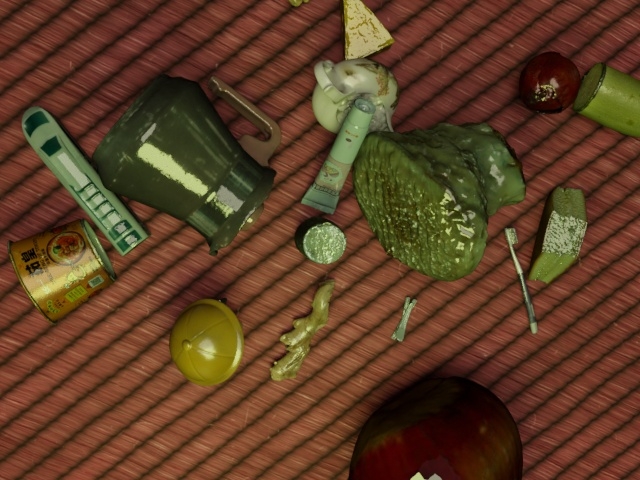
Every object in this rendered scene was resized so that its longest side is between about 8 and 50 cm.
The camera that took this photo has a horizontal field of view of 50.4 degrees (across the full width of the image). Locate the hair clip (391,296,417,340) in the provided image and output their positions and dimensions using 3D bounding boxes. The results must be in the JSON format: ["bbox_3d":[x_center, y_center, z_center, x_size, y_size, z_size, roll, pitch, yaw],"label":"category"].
[{"bbox_3d":[0.213,0.200,1.712,0.030,0.039,0.115,18,92,-12],"label":"hair clip"}]

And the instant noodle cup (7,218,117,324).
[{"bbox_3d":[-0.581,0.059,1.552,0.172,0.216,0.216,-28,98,-11],"label":"instant noodle cup"}]

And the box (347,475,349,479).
[{"bbox_3d":[0.170,0.742,1.747,0.289,0.073,0.290,22,93,-7],"label":"box"}]

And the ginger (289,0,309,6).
[{"bbox_3d":[-0.067,-0.665,1.590,0.176,0.052,0.193,32,85,-8],"label":"ginger"}]

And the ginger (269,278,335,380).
[{"bbox_3d":[-0.042,0.221,1.680,0.089,0.075,0.288,26,97,-2],"label":"ginger"}]

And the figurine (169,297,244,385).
[{"bbox_3d":[-0.260,0.227,1.564,0.167,0.257,0.192,-5,90,-6],"label":"figurine"}]

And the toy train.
[{"bbox_3d":[-0.559,-0.144,1.583,0.086,0.088,0.407,-38,97,0],"label":"toy train"}]

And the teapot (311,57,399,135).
[{"bbox_3d":[0.076,-0.322,1.558,0.204,0.139,0.298,-32,142,29],"label":"teapot"}]

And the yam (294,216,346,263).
[{"bbox_3d":[0.000,0.000,1.594,0.107,0.194,0.107,-1,95,-8],"label":"yam"}]

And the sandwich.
[{"bbox_3d":[0.594,-0.013,1.697,0.094,0.096,0.258,14,92,-1],"label":"sandwich"}]

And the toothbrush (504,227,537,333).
[{"bbox_3d":[0.516,0.103,1.733,0.024,0.026,0.288,-24,101,-44],"label":"toothbrush"}]

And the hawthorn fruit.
[{"bbox_3d":[0.541,-0.365,1.616,0.148,0.172,0.148,10,120,18],"label":"hawthorn fruit"}]

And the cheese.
[{"bbox_3d":[0.080,-0.508,1.596,0.126,0.093,0.171,-24,97,1],"label":"cheese"}]

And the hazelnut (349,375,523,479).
[{"bbox_3d":[0.260,0.523,1.571,0.402,0.429,0.402,12,116,26],"label":"hazelnut"}]

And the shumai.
[{"bbox_3d":[0.292,-0.127,1.566,0.323,0.397,0.324,-32,143,-23],"label":"shumai"}]

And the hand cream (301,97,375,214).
[{"bbox_3d":[0.044,-0.186,1.566,0.085,0.058,0.331,17,138,-9],"label":"hand cream"}]

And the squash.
[{"bbox_3d":[0.756,-0.327,1.655,0.247,0.132,0.132,21,94,-6],"label":"squash"}]

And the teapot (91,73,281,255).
[{"bbox_3d":[-0.269,-0.187,1.529,0.362,0.305,0.376,40,62,-16],"label":"teapot"}]
